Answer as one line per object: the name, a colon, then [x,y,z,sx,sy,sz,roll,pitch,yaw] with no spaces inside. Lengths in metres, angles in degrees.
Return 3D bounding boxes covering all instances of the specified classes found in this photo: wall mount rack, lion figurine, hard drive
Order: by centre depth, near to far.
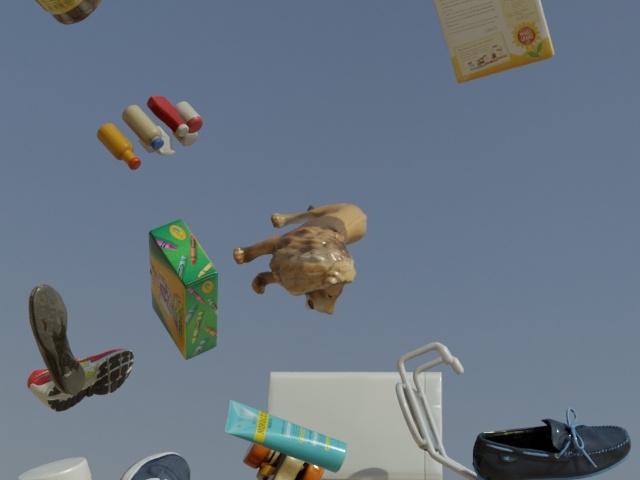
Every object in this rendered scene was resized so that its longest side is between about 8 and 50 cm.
wall mount rack: [0.238,0.340,1.999,0.131,0.304,0.350,-23,-16,7]
lion figurine: [0.000,0.000,2.126,0.240,0.392,0.142,-15,-67,30]
hard drive: [0.067,0.376,2.301,0.353,0.233,0.047,-1,-31,7]

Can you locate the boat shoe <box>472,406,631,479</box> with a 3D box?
boat shoe: [0.374,0.331,1.834,0.258,0.109,0.089,-11,-67,-9]

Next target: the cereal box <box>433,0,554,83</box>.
cereal box: [0.284,-0.405,1.947,0.173,0.047,0.240,-13,-74,17]

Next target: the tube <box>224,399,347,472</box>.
tube: [-0.059,0.326,1.897,0.207,0.080,0.052,22,-65,-9]

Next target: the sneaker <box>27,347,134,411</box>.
sneaker: [-0.539,0.290,2.587,0.118,0.107,0.279,26,24,30]

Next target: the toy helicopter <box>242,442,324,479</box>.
toy helicopter: [-0.102,0.486,2.038,0.140,0.235,0.355,32,1,-4]

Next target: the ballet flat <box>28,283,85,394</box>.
ballet flat: [-0.501,0.185,2.132,0.058,0.084,0.249,13,-48,31]

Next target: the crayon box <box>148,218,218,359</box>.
crayon box: [-0.292,0.108,2.446,0.081,0.165,0.278,-23,-33,-23]

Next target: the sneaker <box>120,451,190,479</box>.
sneaker: [-0.207,0.355,1.469,0.153,0.282,0.099,-19,-78,30]

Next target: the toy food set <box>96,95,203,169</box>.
toy food set: [-0.292,-0.197,2.150,0.232,0.104,0.111,-4,-45,-54]

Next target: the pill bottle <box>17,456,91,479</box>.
pill bottle: [-0.358,0.447,1.656,0.136,0.245,0.136,-14,3,1]

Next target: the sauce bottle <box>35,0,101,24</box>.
sauce bottle: [-0.461,-0.470,1.732,0.112,0.111,0.344,-5,-30,25]
